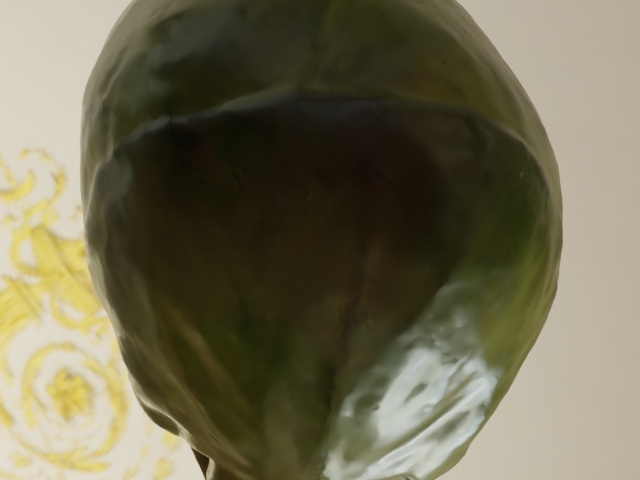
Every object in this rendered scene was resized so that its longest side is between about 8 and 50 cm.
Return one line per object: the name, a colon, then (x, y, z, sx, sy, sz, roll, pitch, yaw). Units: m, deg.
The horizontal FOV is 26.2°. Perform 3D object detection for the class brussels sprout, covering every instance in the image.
brussels sprout: (0.000, 0.000, 0.638, 0.219, 0.210, 0.271, 0, -76, -3)
